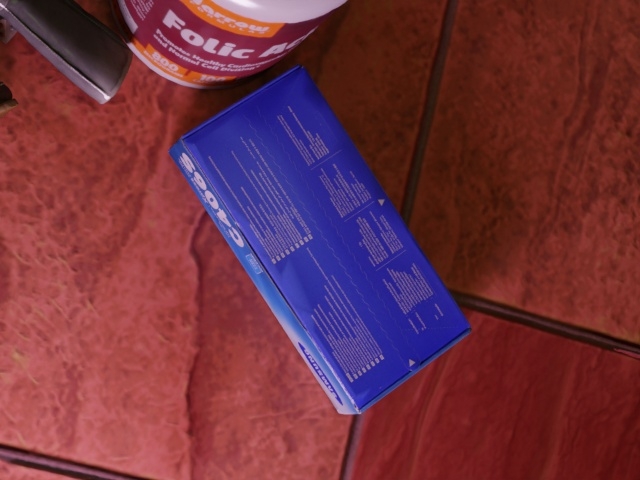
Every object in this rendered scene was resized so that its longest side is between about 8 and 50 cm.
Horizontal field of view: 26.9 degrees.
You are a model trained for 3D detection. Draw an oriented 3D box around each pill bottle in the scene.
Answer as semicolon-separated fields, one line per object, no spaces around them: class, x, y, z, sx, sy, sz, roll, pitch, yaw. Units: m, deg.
pill bottle;-0.069;-0.297;1.302;0.224;0.392;0.224;2;82;-17

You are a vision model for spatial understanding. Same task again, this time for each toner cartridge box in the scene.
toner cartridge box;0.000;0.000;1.452;0.165;0.075;0.348;-33;93;-18

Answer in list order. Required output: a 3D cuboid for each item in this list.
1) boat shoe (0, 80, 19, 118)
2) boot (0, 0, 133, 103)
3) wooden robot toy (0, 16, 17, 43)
boat shoe;-0.407;-0.117;1.336;0.207;0.073;0.073;-29;94;-20
boot;-0.286;-0.256;1.388;0.208;0.076;0.190;29;41;-25
wooden robot toy;-0.386;-0.247;1.358;0.173;0.079;0.076;14;78;-16
